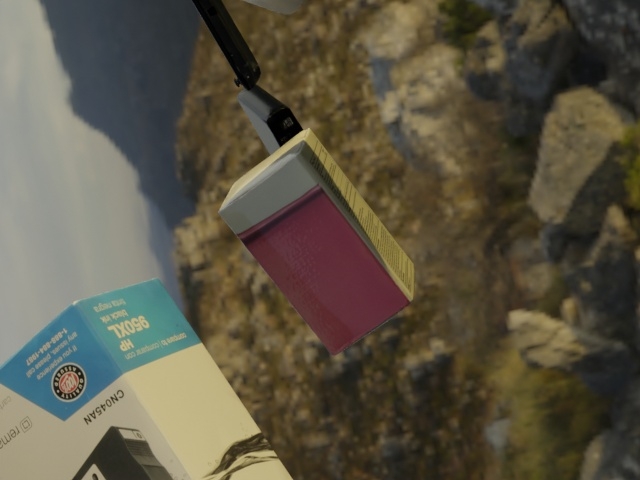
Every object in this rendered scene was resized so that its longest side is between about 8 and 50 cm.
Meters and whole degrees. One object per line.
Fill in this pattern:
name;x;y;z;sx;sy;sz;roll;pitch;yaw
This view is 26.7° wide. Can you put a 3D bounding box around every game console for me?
game console;-0.105;-0.226;1.797;0.361;0.044;0.213;60;175;-19

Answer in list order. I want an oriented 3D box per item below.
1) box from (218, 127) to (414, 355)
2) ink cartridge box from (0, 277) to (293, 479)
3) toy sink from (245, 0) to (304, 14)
box;0.000;0.000;1.665;0.232;0.127;0.148;52;-166;-10
ink cartridge box;-0.200;0.286;1.445;0.395;0.285;0.166;55;-156;9
toy sink;-0.103;-0.373;1.474;0.153;0.234;0.131;128;154;-53
